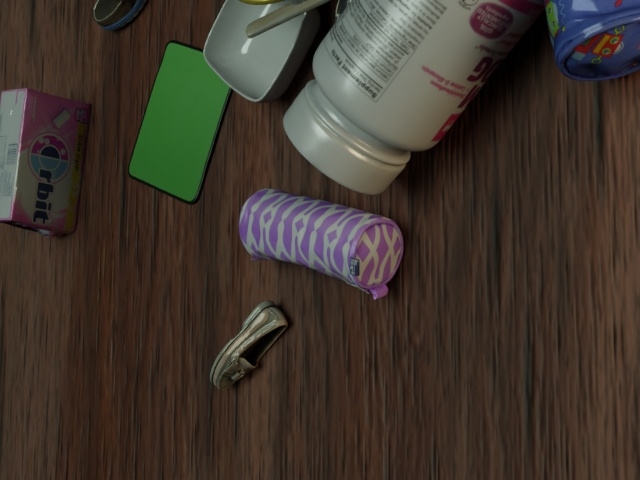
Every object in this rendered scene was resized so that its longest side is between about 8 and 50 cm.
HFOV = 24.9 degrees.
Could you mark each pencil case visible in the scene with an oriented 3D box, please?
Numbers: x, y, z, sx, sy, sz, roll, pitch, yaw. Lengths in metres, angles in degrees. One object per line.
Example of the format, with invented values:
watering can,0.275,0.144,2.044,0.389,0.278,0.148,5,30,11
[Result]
pencil case,0.260,-0.305,1.374,0.119,0.133,0.306,104,159,-70
pencil case,0.000,0.000,1.592,0.206,0.086,0.088,19,123,45

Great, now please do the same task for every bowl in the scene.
bowl,-0.061,-0.241,1.714,0.142,0.053,0.142,44,112,41

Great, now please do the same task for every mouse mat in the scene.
mouse mat,-0.177,-0.152,1.841,0.152,0.007,0.189,24,98,44

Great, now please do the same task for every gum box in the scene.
gum box,-0.380,-0.101,1.955,0.062,0.107,0.188,1,82,44

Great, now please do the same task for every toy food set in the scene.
toy food set,-0.057,-0.339,1.660,0.128,0.071,0.218,-21,44,4

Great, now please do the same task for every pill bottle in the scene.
pill bottle,0.094,-0.194,1.481,0.283,0.160,0.160,-52,51,24

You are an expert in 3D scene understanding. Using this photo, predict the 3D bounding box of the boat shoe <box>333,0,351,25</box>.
boat shoe,0.036,-0.264,1.632,0.038,0.046,0.125,8,96,40

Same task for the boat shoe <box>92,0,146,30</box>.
boat shoe,-0.254,-0.354,1.911,0.183,0.066,0.066,-46,54,28

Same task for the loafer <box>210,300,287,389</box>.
loafer,-0.083,0.127,1.672,0.039,0.045,0.125,46,111,32
